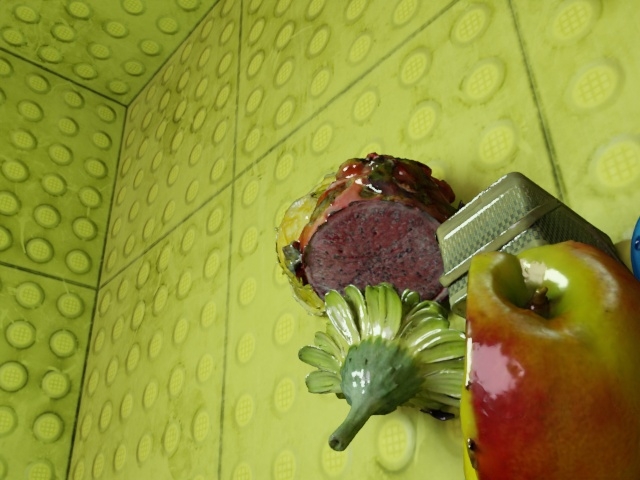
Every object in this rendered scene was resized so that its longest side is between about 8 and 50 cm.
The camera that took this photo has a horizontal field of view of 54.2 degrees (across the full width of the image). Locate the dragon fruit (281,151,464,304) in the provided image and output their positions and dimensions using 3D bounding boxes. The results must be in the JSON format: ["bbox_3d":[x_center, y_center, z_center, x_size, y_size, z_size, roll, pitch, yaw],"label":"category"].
[{"bbox_3d":[0.111,-0.022,1.155,0.296,0.314,0.263,-43,25,27],"label":"dragon fruit"}]

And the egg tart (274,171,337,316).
[{"bbox_3d":[0.000,0.001,1.394,0.341,0.132,0.342,-26,54,42],"label":"egg tart"}]

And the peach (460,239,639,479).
[{"bbox_3d":[0.287,0.215,0.736,0.242,0.381,0.306,0,45,12],"label":"peach"}]

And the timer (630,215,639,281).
[{"bbox_3d":[0.530,0.035,0.688,0.340,0.115,0.309,-29,58,43],"label":"timer"}]

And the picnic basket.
[{"bbox_3d":[0.302,0.045,0.870,0.165,0.266,0.139,-42,34,34],"label":"picnic basket"}]

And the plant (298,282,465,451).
[{"bbox_3d":[0.118,0.232,1.008,0.306,0.261,0.297,-49,27,31],"label":"plant"}]
